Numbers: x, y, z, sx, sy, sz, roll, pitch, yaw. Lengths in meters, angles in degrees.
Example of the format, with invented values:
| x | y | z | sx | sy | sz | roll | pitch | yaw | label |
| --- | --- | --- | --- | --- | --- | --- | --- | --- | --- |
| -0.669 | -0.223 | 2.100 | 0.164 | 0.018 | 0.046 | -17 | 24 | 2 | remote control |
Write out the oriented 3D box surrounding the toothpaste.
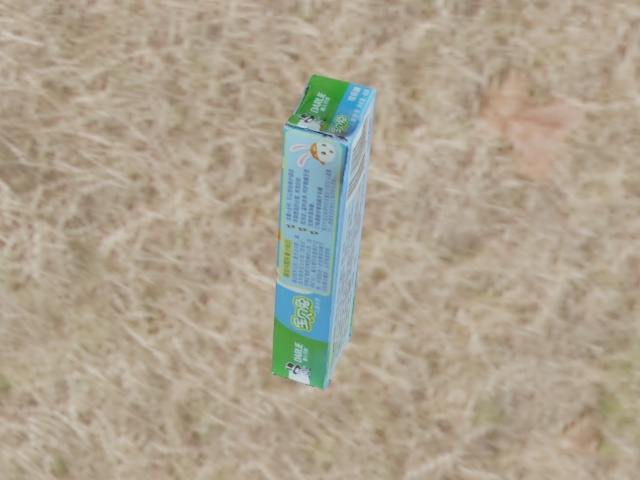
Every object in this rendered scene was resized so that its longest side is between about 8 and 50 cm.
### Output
| x | y | z | sx | sy | sz | roll | pitch | yaw | label |
| --- | --- | --- | --- | --- | --- | --- | --- | --- | --- |
| 0.000 | 0.000 | 1.262 | 0.266 | 0.050 | 0.065 | 94 | 14 | -46 | toothpaste |
